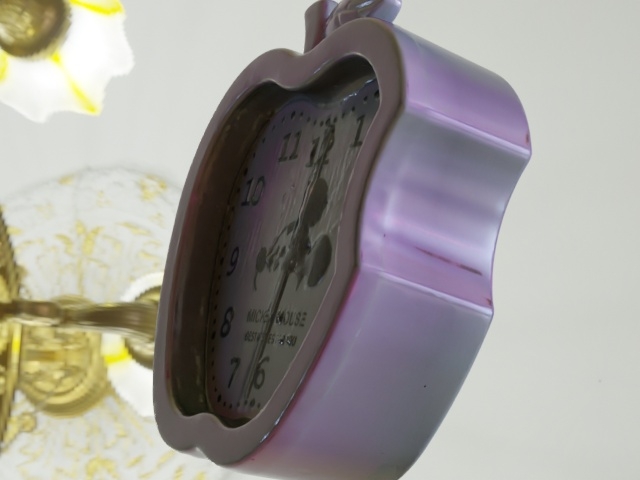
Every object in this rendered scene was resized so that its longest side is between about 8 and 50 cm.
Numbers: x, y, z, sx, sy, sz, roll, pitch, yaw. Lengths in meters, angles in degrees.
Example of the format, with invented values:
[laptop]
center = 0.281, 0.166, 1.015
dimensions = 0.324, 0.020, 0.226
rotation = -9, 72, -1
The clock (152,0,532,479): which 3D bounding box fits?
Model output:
[clock]
center = 0.000, 0.000, 0.880
dimensions = 0.102, 0.338, 0.339
rotation = 18, -93, -25
